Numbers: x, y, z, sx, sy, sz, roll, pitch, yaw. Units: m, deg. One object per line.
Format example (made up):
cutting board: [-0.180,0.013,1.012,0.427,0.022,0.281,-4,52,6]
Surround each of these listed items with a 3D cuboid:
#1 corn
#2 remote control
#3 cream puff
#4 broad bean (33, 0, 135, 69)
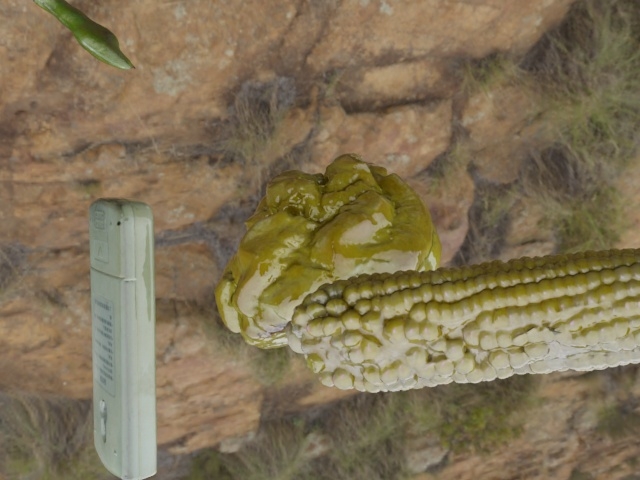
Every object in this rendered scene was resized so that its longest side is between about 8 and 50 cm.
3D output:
corn: [0.113,0.055,0.444,0.288,0.086,0.086,-9,157,21]
remote control: [-0.169,0.080,0.561,0.038,0.233,0.098,-2,-175,-33]
cream puff: [-0.002,0.000,0.957,0.325,0.257,0.291,-21,160,9]
broad bean: [-0.544,-0.482,1.466,0.067,0.325,0.075,-52,-179,9]
